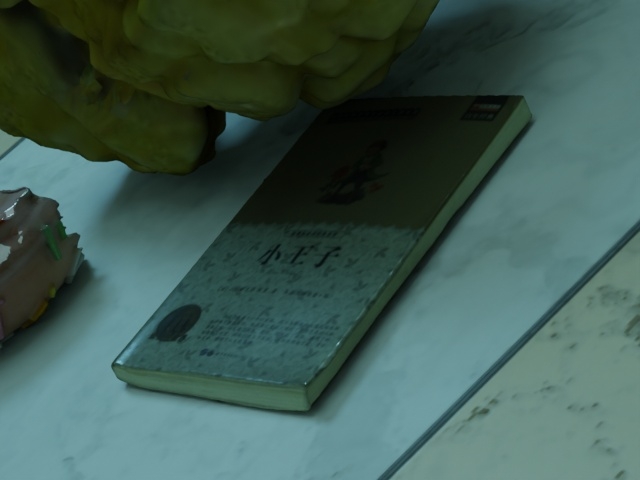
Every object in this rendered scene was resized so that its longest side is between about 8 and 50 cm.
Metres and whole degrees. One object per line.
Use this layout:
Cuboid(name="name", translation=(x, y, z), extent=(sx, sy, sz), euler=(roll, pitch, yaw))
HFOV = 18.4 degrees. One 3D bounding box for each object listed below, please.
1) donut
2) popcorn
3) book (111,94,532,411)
Cuboid(name="donut", translation=(-0.210, 0.028, 1.055), extent=(0.166, 0.065, 0.117), euler=(-5, 39, 41))
Cuboid(name="popcorn", translation=(-0.073, -0.167, 1.006), extent=(0.225, 0.265, 0.332), euler=(-18, -22, -48))
Cuboid(name="book", translation=(0.000, 0.000, 0.945), extent=(0.138, 0.016, 0.198), euler=(3, 46, 46))
